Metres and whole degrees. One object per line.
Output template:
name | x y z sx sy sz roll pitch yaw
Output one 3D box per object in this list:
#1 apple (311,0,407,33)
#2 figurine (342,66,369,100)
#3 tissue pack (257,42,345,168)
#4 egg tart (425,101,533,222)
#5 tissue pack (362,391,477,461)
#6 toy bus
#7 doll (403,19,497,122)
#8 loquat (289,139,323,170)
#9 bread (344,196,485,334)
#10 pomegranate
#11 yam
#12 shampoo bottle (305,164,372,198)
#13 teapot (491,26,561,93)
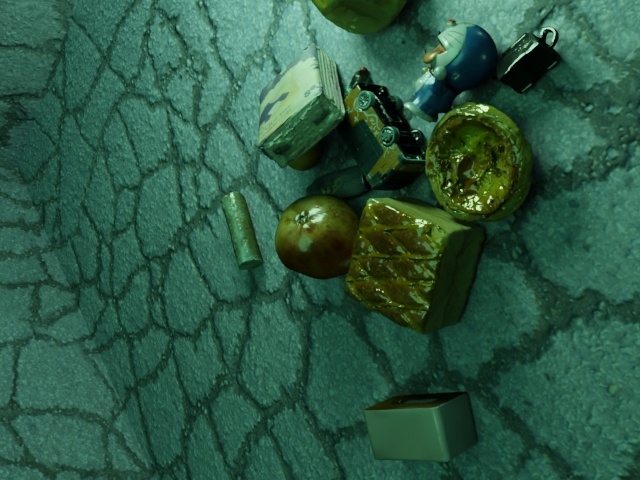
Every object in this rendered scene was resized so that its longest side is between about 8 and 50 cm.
apple | 0.102 -0.683 1.687 0.279 0.279 0.279 4 96 43
figurine | 0.101 -0.442 1.840 0.106 0.047 0.060 -47 26 43
tissue pack | -0.061 -0.381 1.804 0.242 0.125 0.344 -37 31 23
egg tart | 0.381 -0.185 1.534 0.290 0.115 0.290 13 109 42
tissue pack | 0.257 0.485 1.685 0.246 0.159 0.136 -16 84 42
toy bus | 0.161 -0.273 1.730 0.167 0.138 0.275 -48 60 36
doll | 0.304 -0.403 1.554 0.161 0.215 0.257 40 108 -1
loquat | -0.059 -0.278 1.942 0.141 0.141 0.141 4 96 43
bread | 0.235 0.055 1.638 0.279 0.207 0.279 30 113 39
pomegranate | 0.000 0.000 1.850 0.252 0.270 0.229 -9 58 13
yam | -0.268 -0.033 2.188 0.093 0.093 0.259 -27 74 41
shampoo bottle | 0.052 -0.162 1.901 0.233 0.049 0.087 -10 84 44
teapot | 0.465 -0.419 1.474 0.177 0.087 0.096 -42 42 37
